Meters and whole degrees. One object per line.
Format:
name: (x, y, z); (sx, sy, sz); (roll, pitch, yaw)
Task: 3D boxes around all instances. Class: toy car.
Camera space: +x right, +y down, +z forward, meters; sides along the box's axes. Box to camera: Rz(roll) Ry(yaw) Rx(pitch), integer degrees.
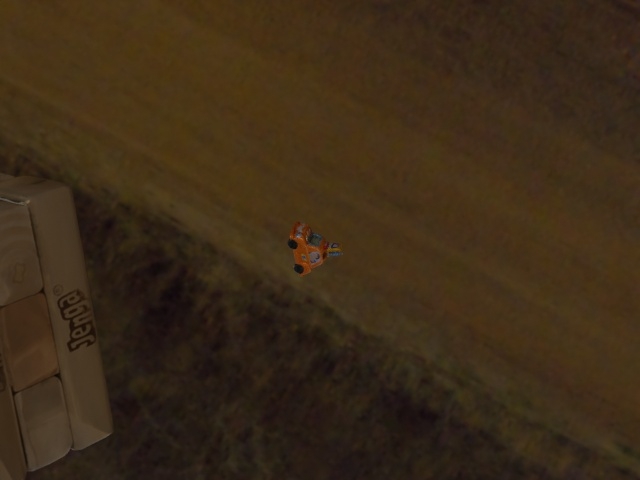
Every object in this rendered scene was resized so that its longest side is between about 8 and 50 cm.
toy car: (0.000, 0.000, 1.286); (0.040, 0.060, 0.122); (-3, -168, 17)

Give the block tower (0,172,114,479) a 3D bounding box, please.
block tower: (-0.217, 0.071, 0.289); (0.091, 0.335, 0.097); (10, 114, 43)
